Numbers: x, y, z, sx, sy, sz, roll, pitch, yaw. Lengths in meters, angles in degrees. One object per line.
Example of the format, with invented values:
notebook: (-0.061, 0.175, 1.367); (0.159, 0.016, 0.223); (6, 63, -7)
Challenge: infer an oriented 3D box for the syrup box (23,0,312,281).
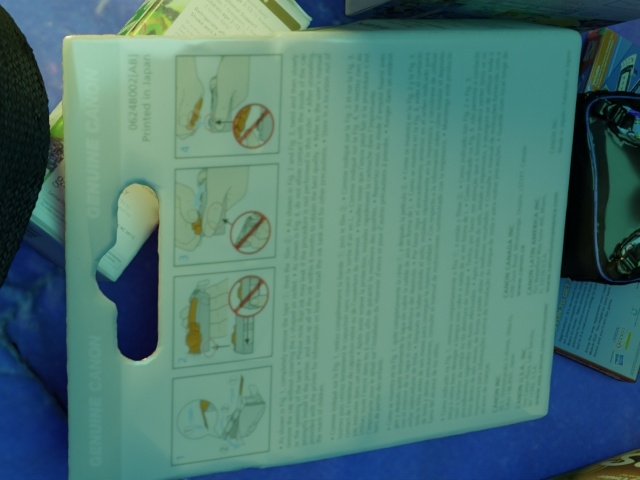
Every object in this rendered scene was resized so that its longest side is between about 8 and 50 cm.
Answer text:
syrup box: (-0.120, -0.091, 0.802); (0.096, 0.093, 0.237); (40, 73, -20)

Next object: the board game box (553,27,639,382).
board game box: (0.258, -0.030, 1.023); (0.145, 0.027, 0.281); (24, 79, -25)

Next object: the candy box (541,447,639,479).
candy box: (0.353, 0.222, 0.979); (0.317, 0.183, 0.087); (-10, 93, -26)

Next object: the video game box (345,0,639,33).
video game box: (0.151, -0.196, 0.884); (0.205, 0.187, 0.048); (2, 87, -26)

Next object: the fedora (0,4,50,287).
fedora: (-0.255, -0.057, 0.667); (0.152, 0.334, 0.334); (15, 82, -53)

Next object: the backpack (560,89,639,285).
backpack: (0.267, -0.045, 0.947); (0.173, 0.117, 0.158); (-5, 91, -25)

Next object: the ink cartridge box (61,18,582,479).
ink cartridge box: (0.000, 0.000, 0.827); (0.385, 0.091, 0.308); (-5, 107, -25)
